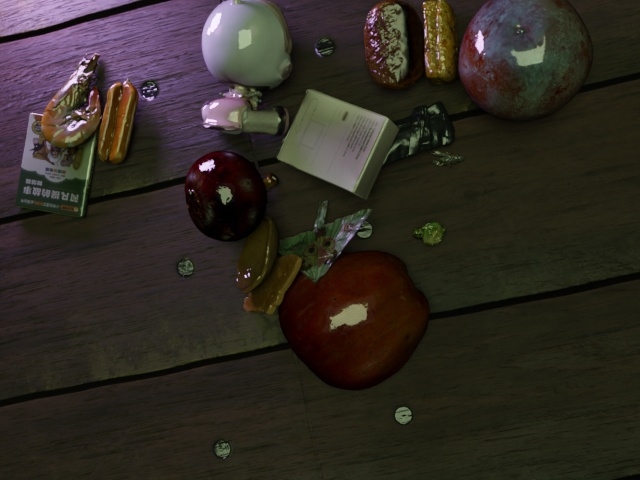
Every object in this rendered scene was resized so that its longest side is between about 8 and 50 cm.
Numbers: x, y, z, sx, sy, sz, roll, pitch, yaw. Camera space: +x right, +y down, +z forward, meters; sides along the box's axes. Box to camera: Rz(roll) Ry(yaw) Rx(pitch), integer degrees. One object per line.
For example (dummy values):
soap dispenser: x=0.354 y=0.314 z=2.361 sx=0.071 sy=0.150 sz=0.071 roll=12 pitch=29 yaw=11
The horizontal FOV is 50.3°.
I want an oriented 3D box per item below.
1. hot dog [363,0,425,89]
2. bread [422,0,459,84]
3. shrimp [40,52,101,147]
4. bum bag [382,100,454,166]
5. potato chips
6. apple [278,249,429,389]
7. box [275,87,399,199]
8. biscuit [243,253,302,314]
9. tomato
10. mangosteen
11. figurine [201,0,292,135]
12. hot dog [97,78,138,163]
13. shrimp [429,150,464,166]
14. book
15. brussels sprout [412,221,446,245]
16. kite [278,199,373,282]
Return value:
hot dog: x=0.192 y=-0.500 z=1.762 sx=0.160 sy=0.099 sz=0.227 roll=0 pitch=90 yaw=6
bread: x=0.307 y=-0.507 z=1.747 sx=0.083 sy=0.114 sz=0.211 roll=-6 pitch=89 yaw=22
shrimp: x=-0.649 y=-0.377 z=1.853 sx=0.152 sy=0.063 sz=0.287 roll=25 pitch=80 yaw=10
bum bag: x=0.224 y=-0.272 z=1.775 sx=0.248 sy=0.060 sz=0.123 roll=-19 pitch=82 yaw=5
potato chips: x=-0.153 y=0.043 z=1.764 sx=0.061 sy=0.195 sz=0.208 roll=20 pitch=53 yaw=-26
apple: x=0.090 y=0.198 z=1.757 sx=0.364 sy=0.295 sz=0.329 roll=-31 pitch=124 yaw=6
box: x=0.041 y=-0.247 z=1.737 sx=0.251 sy=0.106 sz=0.203 roll=25 pitch=91 yaw=27
biscuit: x=-0.122 y=0.111 z=1.762 sx=0.250 sy=0.035 sz=0.163 roll=-42 pitch=46 yaw=38
tomato: x=0.492 y=-0.446 z=1.650 sx=0.316 sy=0.282 sz=0.317 roll=-2 pitch=84 yaw=18
mangosteen: x=-0.218 y=-0.122 z=1.766 sx=0.261 sy=0.235 sz=0.236 roll=-18 pitch=87 yaw=-36
figurine: x=-0.189 y=-0.444 z=1.745 sx=0.253 sy=0.211 sz=0.362 roll=8 pitch=91 yaw=6
hot dog: x=-0.549 y=-0.326 z=1.857 sx=0.092 sy=0.062 sz=0.236 roll=17 pitch=94 yaw=7
shrimp: x=0.328 y=-0.212 z=1.782 sx=0.092 sy=0.029 sz=0.038 roll=12 pitch=99 yaw=11
book: x=-0.729 y=-0.209 z=1.891 sx=0.201 sy=0.027 sz=0.264 roll=10 pitch=90 yaw=5
brussels sprout: x=0.279 y=-0.016 z=1.763 sx=0.085 sy=0.085 sz=0.058 roll=9 pitch=83 yaw=6
kite: x=0.000 y=0.000 z=1.739 sx=0.322 sy=0.013 sz=0.268 roll=-21 pitch=46 yaw=27
